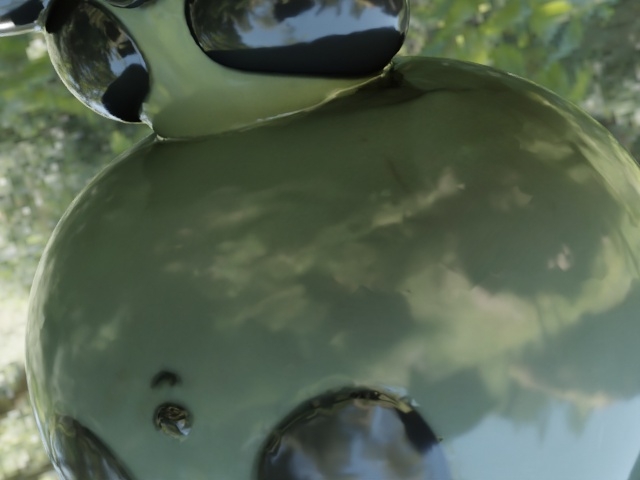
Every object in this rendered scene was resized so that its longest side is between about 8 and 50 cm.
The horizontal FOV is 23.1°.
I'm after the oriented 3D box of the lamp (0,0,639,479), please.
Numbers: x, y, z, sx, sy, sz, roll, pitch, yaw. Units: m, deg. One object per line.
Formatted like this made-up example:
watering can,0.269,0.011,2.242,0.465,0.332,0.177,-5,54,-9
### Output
lamp,0.000,0.000,0.448,0.197,0.244,0.198,-19,-162,6
